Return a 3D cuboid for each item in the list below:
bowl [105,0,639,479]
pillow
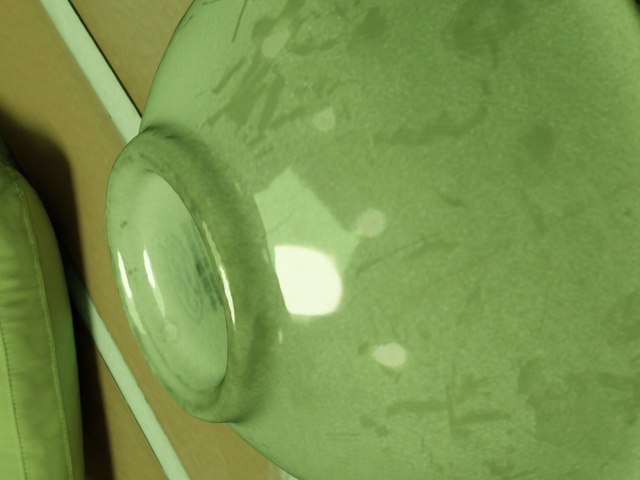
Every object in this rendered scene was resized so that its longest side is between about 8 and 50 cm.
[{"bbox_3d":[0.000,0.000,0.637,0.313,0.146,0.313,42,141,47],"label":"bowl"},{"bbox_3d":[-0.269,0.064,1.210,0.255,0.120,0.322,33,133,52],"label":"pillow"}]
